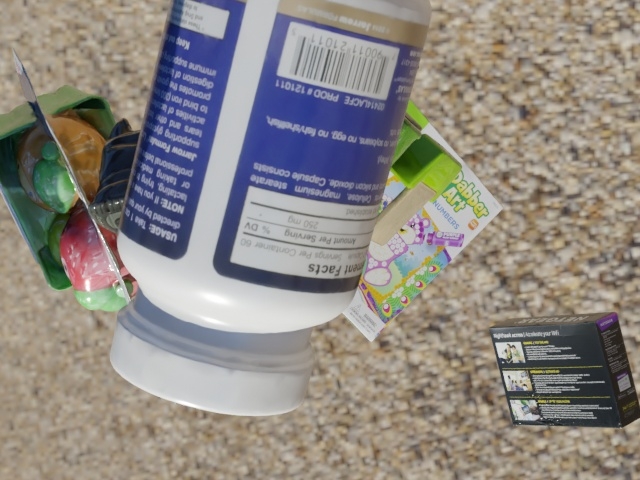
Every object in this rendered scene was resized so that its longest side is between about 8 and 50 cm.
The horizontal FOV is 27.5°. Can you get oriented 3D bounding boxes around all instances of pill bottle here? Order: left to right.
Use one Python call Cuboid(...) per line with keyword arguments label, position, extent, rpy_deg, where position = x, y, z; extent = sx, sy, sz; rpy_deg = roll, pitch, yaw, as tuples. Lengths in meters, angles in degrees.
Cuboid(label="pill bottle", position=(-0.038, -0.038, 0.789), extent=(0.153, 0.153, 0.265), rpy_deg=(28, 106, 50))

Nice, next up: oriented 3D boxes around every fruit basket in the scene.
Cuboid(label="fruit basket", position=(-0.279, -0.016, 1.519), extent=(0.353, 0.165, 0.327), rpy_deg=(-119, 9, -51))

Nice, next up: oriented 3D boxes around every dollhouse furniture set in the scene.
Cuboid(label="dollhouse furniture set", position=(-0.018, -0.140, 1.426), extent=(0.151, 0.197, 0.301), rpy_deg=(-47, 67, 8))

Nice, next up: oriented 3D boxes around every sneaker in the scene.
Cuboid(label="sneaker", position=(-0.083, -0.089, 1.221), extent=(0.109, 0.286, 0.130), rpy_deg=(60, -155, -60))

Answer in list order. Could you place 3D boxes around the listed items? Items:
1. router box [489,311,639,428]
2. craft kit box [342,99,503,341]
Cuboid(label="router box", position=(0.297, 0.160, 1.600), extent=(0.179, 0.046, 0.133), rpy_deg=(-8, 99, 52))
Cuboid(label="craft kit box", position=(0.066, -0.040, 1.635), extent=(0.246, 0.250, 0.061), rpy_deg=(-47, 28, -4))
